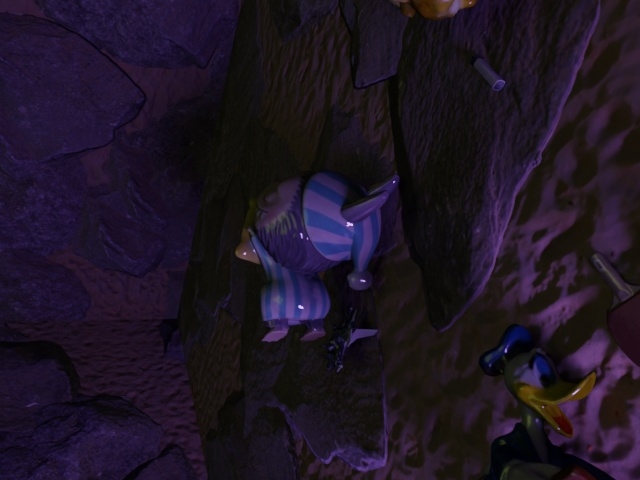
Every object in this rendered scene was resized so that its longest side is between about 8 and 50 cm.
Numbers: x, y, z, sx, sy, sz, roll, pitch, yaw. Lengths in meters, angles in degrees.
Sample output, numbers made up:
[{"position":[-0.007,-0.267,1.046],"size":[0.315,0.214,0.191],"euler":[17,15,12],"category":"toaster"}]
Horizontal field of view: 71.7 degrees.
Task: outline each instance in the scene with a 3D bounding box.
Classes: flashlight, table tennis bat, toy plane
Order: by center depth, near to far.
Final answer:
[{"position":[0.368,0.079,0.515],"size":[0.087,0.013,0.157],"euler":[-61,39,41],"category":"table tennis bat"},{"position":[0.273,-0.278,0.729],"size":[0.018,0.018,0.083],"euler":[-60,37,41],"category":"flashlight"},{"position":[0.039,0.243,1.026],"size":[0.234,0.082,0.160],"euler":[-52,16,44],"category":"toy plane"}]

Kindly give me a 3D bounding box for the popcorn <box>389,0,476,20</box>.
[{"position":[0.174,-0.501,0.675],"size":[0.279,0.274,0.336],"euler":[-2,40,26],"category":"popcorn"}]

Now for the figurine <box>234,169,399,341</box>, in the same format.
[{"position":[0.000,0.000,0.934],"size":[0.377,0.266,0.362],"euler":[-36,54,53],"category":"figurine"}]

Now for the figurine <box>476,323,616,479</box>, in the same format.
[{"position":[0.247,0.263,0.536],"size":[0.283,0.204,0.339],"euler":[96,180,-65],"category":"figurine"}]
